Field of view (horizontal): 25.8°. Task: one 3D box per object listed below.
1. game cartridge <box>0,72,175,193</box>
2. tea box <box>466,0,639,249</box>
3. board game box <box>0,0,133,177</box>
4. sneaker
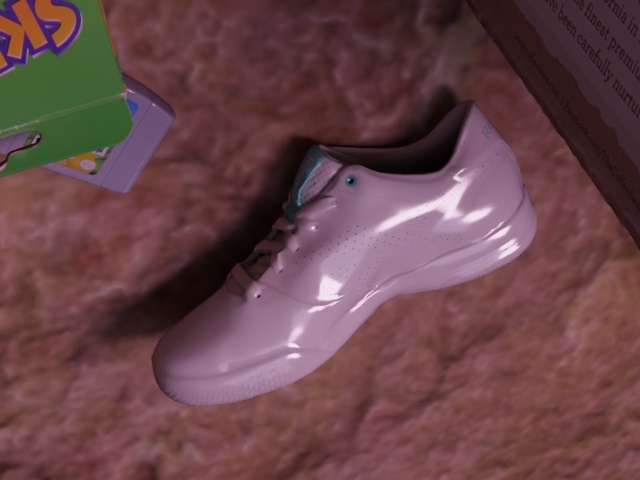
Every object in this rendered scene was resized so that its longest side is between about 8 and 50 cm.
[{"bbox_3d":[-0.111,-0.056,0.640,0.083,0.017,0.056,18,116,-33],"label":"game cartridge"},{"bbox_3d":[0.265,-0.105,0.531,0.324,0.329,0.220,6,127,-24],"label":"tea box"},{"bbox_3d":[-0.160,-0.132,0.533,0.124,0.039,0.259,-17,126,-7],"label":"board game box"},{"bbox_3d":[0.000,0.000,0.702,0.212,0.080,0.094,-29,122,-5],"label":"sneaker"}]
